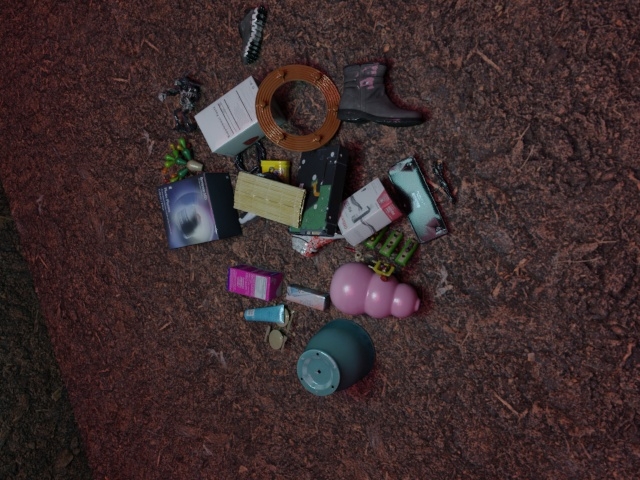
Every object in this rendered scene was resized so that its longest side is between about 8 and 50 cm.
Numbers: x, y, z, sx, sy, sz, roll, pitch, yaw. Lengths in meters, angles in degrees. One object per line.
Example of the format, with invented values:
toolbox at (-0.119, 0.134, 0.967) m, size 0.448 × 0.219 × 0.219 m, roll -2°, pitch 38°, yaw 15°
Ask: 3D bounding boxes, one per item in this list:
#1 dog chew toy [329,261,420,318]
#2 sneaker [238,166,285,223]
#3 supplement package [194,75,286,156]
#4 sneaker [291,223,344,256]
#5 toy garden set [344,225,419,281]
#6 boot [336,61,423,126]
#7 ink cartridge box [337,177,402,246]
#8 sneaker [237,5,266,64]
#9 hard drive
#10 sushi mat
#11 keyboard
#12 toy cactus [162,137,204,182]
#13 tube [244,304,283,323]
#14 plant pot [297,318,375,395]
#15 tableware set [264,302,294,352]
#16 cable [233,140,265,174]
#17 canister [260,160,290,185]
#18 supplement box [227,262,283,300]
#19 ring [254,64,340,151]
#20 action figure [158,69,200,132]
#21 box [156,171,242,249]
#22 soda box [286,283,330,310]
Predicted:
dog chew toy at (0.208, 0.201, 1.770) m, size 0.332 × 0.207 × 0.206 m, roll 14°, pitch 104°, yaw 17°
sneaker at (-0.253, -0.187, 1.924) m, size 0.269 × 0.101 × 0.153 m, roll -34°, pitch 82°, yaw 25°
supplement package at (-0.322, -0.495, 1.917) m, size 0.293 × 0.177 × 0.175 m, roll -29°, pitch 84°, yaw 17°
sneaker at (0.000, 0.000, 1.903) m, size 0.270 × 0.090 × 0.144 m, roll 12°, pitch 104°, yaw 29°
toy garden set at (0.210, 0.023, 1.746) m, size 0.244 × 0.049 × 0.203 m, roll 29°, pitch 65°, yaw 21°
boot at (0.218, -0.533, 1.700) m, size 0.338 × 0.118 × 0.222 m, roll 12°, pitch 98°, yaw 21°
ink cartridge box at (0.166, -0.105, 1.734) m, size 0.218 × 0.092 × 0.158 m, roll -35°, pitch 43°, yaw 14°
sneaker at (-0.296, -0.845, 1.938) m, size 0.106 × 0.078 × 0.234 m, roll 21°, pitch 103°, yaw 26°
hard drive at (-0.010, -0.183, 1.799) m, size 0.237 × 0.064 × 0.338 m, roll 2°, pitch 79°, yaw 51°
sushi mat at (-0.203, -0.162, 1.833) m, size 0.317 × 0.019 × 0.151 m, roll 18°, pitch 105°, yaw 25°
keyboard at (0.386, -0.164, 1.711) m, size 0.202 × 0.033 × 0.317 m, roll -25°, pitch 87°, yaw 29°
toy cactus at (-0.629, -0.354, 2.176) m, size 0.181 × 0.112 × 0.218 m, roll 17°, pitch 87°, yaw 1°
tube at (-0.245, 0.327, 2.086) m, size 0.207 × 0.052 × 0.080 m, roll -7°, pitch 85°, yaw 34°
plant pot at (0.044, 0.474, 1.856) m, size 0.272 × 0.255 × 0.271 m, roll 4°, pitch 99°, yaw 27°
tableware set at (-0.175, 0.386, 2.078) m, size 0.128 × 0.039 × 0.194 m, roll 23°, pitch 102°, yaw 39°
cable at (-0.306, -0.359, 2.028) m, size 0.151 × 0.047 × 0.184 m, roll 22°, pitch 106°, yaw 25°
canister at (-0.187, -0.248, 1.971) m, size 0.126 × 0.073 × 0.169 m, roll 6°, pitch 102°, yaw 27°
supplement box at (-0.286, 0.181, 2.064) m, size 0.220 × 0.111 × 0.113 m, roll 12°, pitch 102°, yaw 25°
ring at (-0.080, -0.507, 1.789) m, size 0.337 × 0.032 × 0.336 m, roll 0°, pitch 87°, yaw -9°
action figure at (-0.621, -0.624, 2.102) m, size 0.164 × 0.141 × 0.275 m, roll 12°, pitch 106°, yaw 27°
box at (-0.546, -0.134, 2.113) m, size 0.294 × 0.183 × 0.296 m, roll -11°, pitch 93°, yaw 27°
soda box at (-0.052, 0.238, 1.981) m, size 0.183 × 0.058 × 0.062 m, roll 13°, pitch 104°, yaw 24°
